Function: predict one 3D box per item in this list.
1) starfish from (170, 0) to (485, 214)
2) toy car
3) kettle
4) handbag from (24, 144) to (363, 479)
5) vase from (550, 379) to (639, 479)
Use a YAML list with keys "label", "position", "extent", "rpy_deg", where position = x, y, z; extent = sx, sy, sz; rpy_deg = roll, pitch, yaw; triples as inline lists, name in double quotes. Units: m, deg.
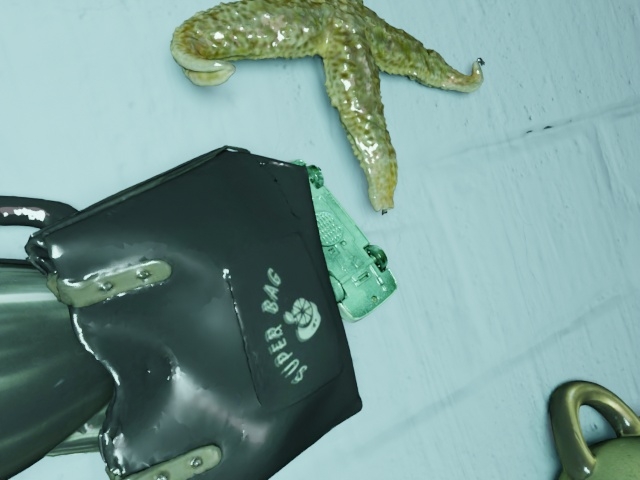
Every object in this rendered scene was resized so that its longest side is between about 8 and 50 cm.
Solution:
- label: "starfish"
  position: [0.042, -0.224, 0.626]
  extent: [0.432, 0.082, 0.324]
  rpy_deg: [26, 61, -22]
- label: "toy car"
  position: [0.000, 0.000, 0.604]
  extent: [0.090, 0.076, 0.224]
  rpy_deg: [-32, 79, -27]
- label: "kettle"
  position: [-0.295, 0.101, 0.417]
  extent: [0.271, 0.251, 0.207]
  rpy_deg: [-9, 123, -39]
- label: "handbag"
  position: [-0.095, 0.083, 0.445]
  extent: [0.288, 0.152, 0.342]
  rpy_deg: [-24, 101, -54]
- label: "vase"
  position: [0.498, 0.374, 0.740]
  extent: [0.302, 0.241, 0.329]
  rpy_deg: [-21, 68, -37]
